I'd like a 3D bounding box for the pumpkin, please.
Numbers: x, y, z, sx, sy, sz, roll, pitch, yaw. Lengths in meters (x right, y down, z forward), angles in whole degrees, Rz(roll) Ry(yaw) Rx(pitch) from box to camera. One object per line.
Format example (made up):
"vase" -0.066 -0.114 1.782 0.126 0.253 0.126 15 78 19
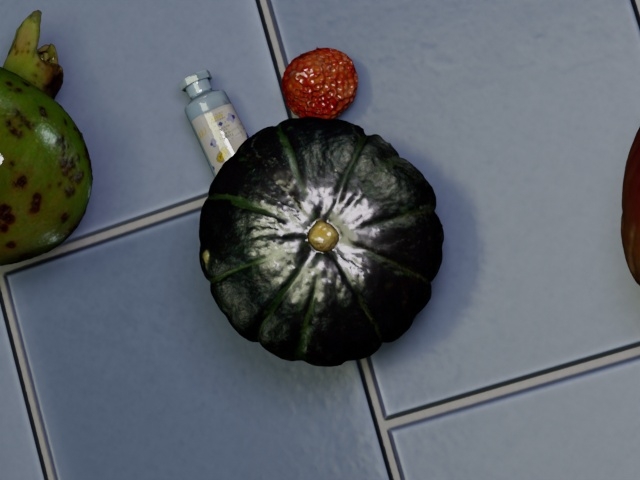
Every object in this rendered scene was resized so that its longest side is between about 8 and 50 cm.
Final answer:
"pumpkin" 0.000 0.000 1.645 0.220 0.162 0.220 0 88 -1

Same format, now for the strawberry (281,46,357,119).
"strawberry" -0.006 -0.146 1.707 0.073 0.083 0.073 -9 70 25

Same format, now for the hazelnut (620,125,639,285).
"hazelnut" 0.360 -0.025 1.524 0.229 0.229 0.229 -1 86 18

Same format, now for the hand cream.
"hand cream" -0.082 -0.078 1.745 0.065 0.043 0.170 -26 81 0

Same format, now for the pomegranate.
"pomegranate" -0.303 -0.091 1.744 0.211 0.211 0.263 21 70 18
